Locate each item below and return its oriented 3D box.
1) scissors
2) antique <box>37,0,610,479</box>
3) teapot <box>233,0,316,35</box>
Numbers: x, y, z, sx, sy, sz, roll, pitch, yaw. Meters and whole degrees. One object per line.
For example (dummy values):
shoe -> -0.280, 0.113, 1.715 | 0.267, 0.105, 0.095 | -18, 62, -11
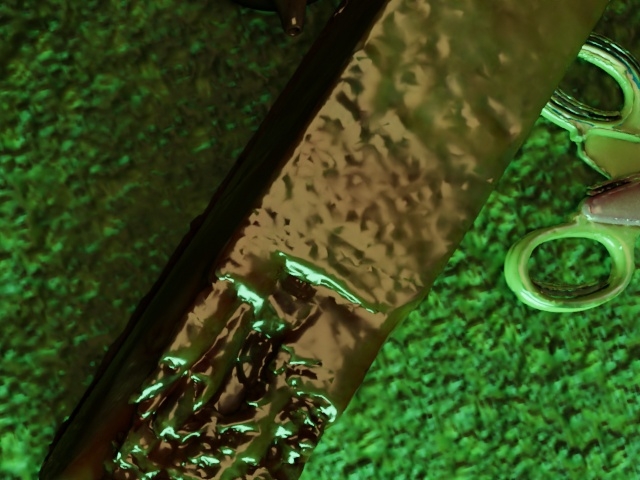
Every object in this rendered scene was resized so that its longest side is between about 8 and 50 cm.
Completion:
scissors -> 0.177, -0.023, 0.885 | 0.187, 0.020, 0.134 | 9, 82, -15
antique -> 0.000, 0.000, 0.796 | 0.087, 0.093, 0.310 | 35, 80, -12
teapot -> -0.014, -0.146, 0.807 | 0.076, 0.068, 0.121 | 3, 88, -16
